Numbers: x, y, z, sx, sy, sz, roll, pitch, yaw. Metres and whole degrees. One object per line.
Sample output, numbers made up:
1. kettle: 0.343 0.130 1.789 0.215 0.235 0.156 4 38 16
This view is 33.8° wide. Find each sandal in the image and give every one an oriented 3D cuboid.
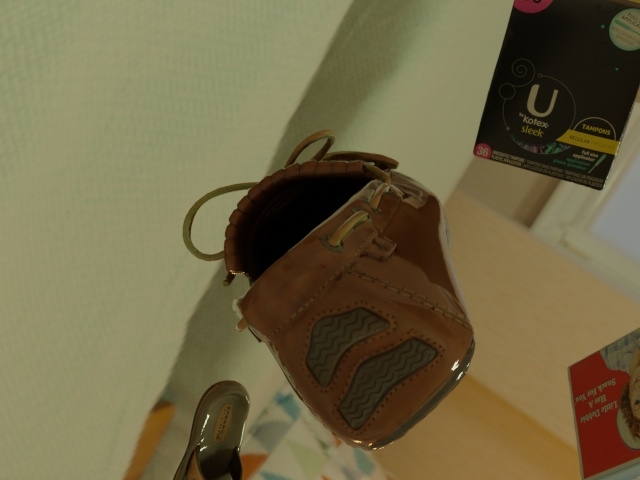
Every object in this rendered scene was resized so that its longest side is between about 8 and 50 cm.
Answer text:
1. sandal: -0.101 0.226 1.026 0.072 0.049 0.180 8 99 -39

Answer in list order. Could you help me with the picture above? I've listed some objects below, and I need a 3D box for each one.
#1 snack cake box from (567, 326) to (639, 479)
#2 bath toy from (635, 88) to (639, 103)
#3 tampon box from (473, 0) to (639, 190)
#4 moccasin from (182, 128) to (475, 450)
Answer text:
1. snack cake box: 0.391 0.170 1.156 0.264 0.089 0.152 135 -41 -53
2. bath toy: 0.491 -0.180 1.168 0.151 0.348 0.129 31 83 -58
3. tampon box: 0.215 -0.147 0.919 0.101 0.120 0.161 -56 159 -60
4. moccasin: -0.002 0.002 0.689 0.139 0.147 0.380 -44 -169 15
